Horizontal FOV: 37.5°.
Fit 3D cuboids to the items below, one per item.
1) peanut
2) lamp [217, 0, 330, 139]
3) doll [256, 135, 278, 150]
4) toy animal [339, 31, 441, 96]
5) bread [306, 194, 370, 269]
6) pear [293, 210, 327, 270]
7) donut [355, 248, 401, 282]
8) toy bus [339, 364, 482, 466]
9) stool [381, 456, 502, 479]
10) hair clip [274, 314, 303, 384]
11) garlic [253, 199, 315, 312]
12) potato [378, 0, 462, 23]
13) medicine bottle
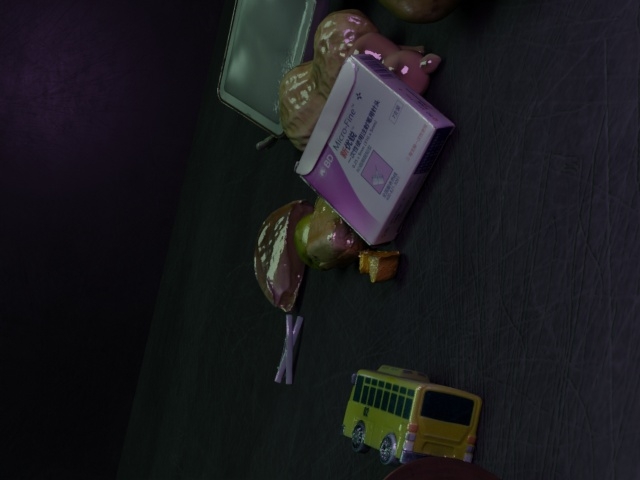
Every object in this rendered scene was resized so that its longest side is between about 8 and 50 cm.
[{"bbox_3d":[0.014,-0.250,1.494,0.298,0.136,0.120,126,161,-52],"label":"peanut"},{"bbox_3d":[-0.089,-0.341,1.687,0.269,0.047,0.267,38,121,48],"label":"lamp"},{"bbox_3d":[-0.049,-0.293,1.779,0.155,0.113,0.275,-59,-18,-72],"label":"doll"},{"bbox_3d":[0.090,-0.234,1.279,0.150,0.089,0.084,30,111,33],"label":"toy animal"},{"bbox_3d":[0.036,-0.023,1.362,0.106,0.082,0.125,-15,53,60],"label":"bread"},{"bbox_3d":[0.000,0.000,1.445,0.097,0.092,0.092,-94,24,-43],"label":"pear"},{"bbox_3d":[0.070,0.032,1.239,0.083,0.067,0.038,3,100,42],"label":"donut"},{"bbox_3d":[0.093,0.190,1.008,0.175,0.088,0.101,176,107,-70],"label":"toy bus"},{"bbox_3d":[0.067,0.327,0.838,0.264,0.179,0.179,122,155,-48],"label":"stool"},{"bbox_3d":[-0.055,0.182,1.584,0.039,0.030,0.115,180,102,-74],"label":"hair clip"},{"bbox_3d":[-0.068,0.026,1.655,0.101,0.087,0.196,-4,71,59],"label":"garlic"},{"bbox_3d":[0.128,-0.408,1.175,0.210,0.173,0.308,131,151,-59],"label":"potato"},{"bbox_3d":[0.067,-0.118,1.233,0.171,0.052,0.201,46,129,25],"label":"medicine bottle"}]
